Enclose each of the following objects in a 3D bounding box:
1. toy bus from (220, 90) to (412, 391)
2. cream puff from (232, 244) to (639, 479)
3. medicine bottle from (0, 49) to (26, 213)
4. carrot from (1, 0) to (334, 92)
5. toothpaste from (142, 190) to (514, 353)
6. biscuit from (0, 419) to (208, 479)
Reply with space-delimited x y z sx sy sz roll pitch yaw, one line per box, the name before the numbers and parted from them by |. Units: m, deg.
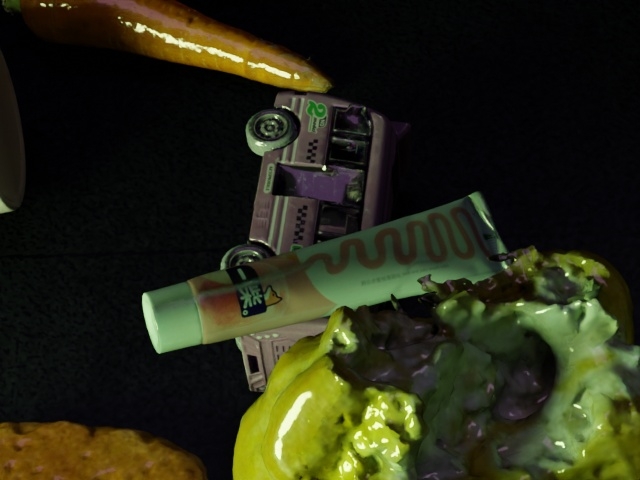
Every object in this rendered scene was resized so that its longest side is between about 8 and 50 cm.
toy bus | 0.000 0.000 0.986 0.098 0.087 0.178 3 56 7
cream puff | 0.072 0.121 0.833 0.221 0.195 0.195 -15 50 -17
medicine bottle | -0.327 -0.059 1.062 0.249 0.133 0.133 -10 51 4
carrot | -0.105 -0.148 1.141 0.256 0.061 0.061 15 56 17
toothpaste | 0.005 0.020 0.903 0.205 0.036 0.056 -14 65 -16
biscuit | -0.119 0.215 0.861 0.262 0.052 0.277 -4 51 1
